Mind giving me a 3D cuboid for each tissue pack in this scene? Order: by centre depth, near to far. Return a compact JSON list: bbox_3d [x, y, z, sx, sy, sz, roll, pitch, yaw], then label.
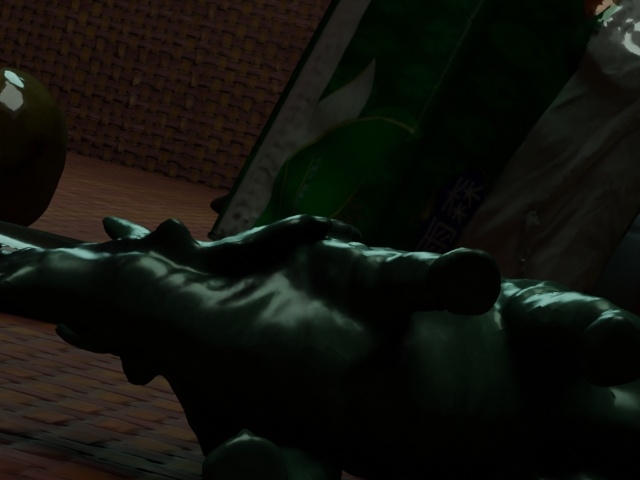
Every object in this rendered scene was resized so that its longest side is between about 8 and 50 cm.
[{"bbox_3d":[0.083,-0.047,0.837,0.148,0.209,0.156,29,-1,-43],"label":"tissue pack"}]

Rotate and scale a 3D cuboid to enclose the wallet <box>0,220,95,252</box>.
[{"bbox_3d":[-0.115,0.010,0.802,0.255,0.031,0.137,15,-1,-13],"label":"wallet"}]

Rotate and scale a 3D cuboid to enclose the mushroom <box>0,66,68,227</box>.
[{"bbox_3d":[-0.300,-0.088,0.992,0.350,0.128,0.128,18,2,-10],"label":"mushroom"}]

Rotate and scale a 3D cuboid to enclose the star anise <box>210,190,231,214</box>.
[{"bbox_3d":[-0.003,0.002,1.163,0.234,0.073,0.177,7,-10,28],"label":"star anise"}]

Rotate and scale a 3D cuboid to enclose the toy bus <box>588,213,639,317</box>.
[{"bbox_3d":[0.236,0.019,0.975,0.287,0.194,0.232,17,16,36],"label":"toy bus"}]

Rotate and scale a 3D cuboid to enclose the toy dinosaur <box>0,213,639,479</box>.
[{"bbox_3d":[0.054,0.044,0.507,0.292,0.079,0.120,17,4,-1],"label":"toy dinosaur"}]
